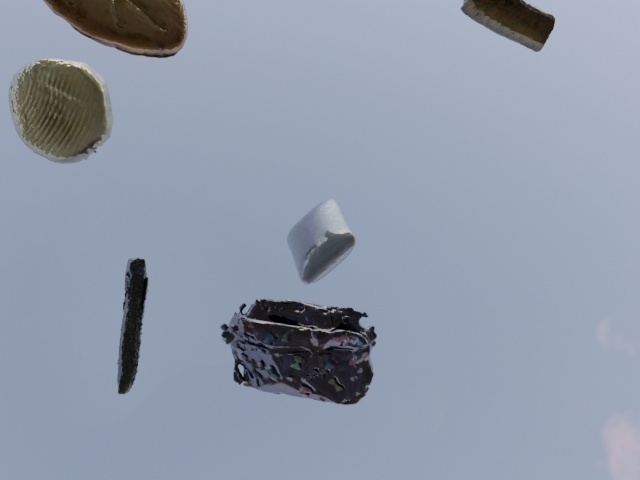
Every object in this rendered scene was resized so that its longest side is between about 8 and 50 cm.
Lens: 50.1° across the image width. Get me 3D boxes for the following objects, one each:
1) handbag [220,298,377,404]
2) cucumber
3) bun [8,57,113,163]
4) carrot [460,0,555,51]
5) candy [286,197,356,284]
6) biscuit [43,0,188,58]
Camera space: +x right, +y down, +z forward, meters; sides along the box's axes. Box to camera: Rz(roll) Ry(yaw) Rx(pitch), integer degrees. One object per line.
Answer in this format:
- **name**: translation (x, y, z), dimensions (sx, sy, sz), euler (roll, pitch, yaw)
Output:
- **handbag**: translation (-0.032, 0.179, 1.155), dimensions (0.260, 0.162, 0.113), euler (5, -147, 16)
- **cucumber**: translation (-0.356, 0.160, 1.292), dimensions (0.044, 0.043, 0.256), euler (10, -101, -34)
- **bun**: translation (-0.526, -0.268, 1.409), dimensions (0.220, 0.134, 0.220), euler (2, -70, 6)
- **carrot**: translation (0.352, -0.427, 1.294), dimensions (0.173, 0.082, 0.082), euler (26, -107, -6)
- **candy**: translation (0.000, 0.000, 1.346), dimensions (0.138, 0.174, 0.071), euler (-42, -60, 12)
- **biscuit**: translation (-0.386, -0.429, 1.248), dimensions (0.299, 0.045, 0.154), euler (18, -115, -18)
